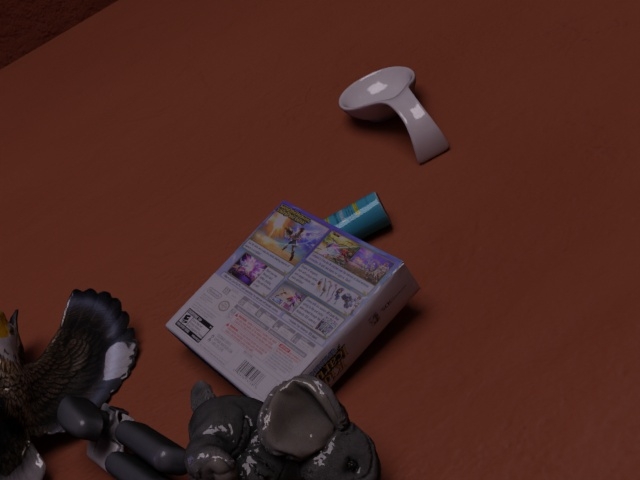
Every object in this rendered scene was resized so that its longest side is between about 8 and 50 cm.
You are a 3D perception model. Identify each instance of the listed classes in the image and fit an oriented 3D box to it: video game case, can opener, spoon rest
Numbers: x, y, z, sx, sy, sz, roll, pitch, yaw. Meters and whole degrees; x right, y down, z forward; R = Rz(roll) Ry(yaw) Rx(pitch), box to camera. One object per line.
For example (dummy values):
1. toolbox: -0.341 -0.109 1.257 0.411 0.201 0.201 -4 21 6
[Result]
1. video game case: -0.043 0.087 1.234 0.244 0.061 0.269 -48 40 -11
2. can opener: -0.237 0.247 1.116 0.280 0.093 0.074 6 80 56
3. spoon rest: 0.119 -0.223 1.547 0.137 0.084 0.276 -29 36 -5

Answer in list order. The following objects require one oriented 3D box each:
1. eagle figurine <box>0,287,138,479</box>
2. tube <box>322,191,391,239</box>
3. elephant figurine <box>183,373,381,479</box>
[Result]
1. eagle figurine: -0.405 0.191 1.290 0.226 0.225 0.298 31 18 7
2. tube: 0.000 0.000 1.369 0.207 0.052 0.080 -28 28 7
3. elephant figurine: -0.014 0.230 1.008 0.240 0.185 0.169 -13 2 1
